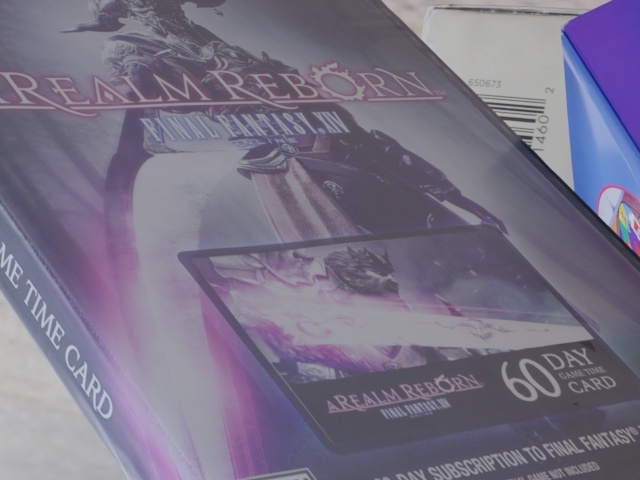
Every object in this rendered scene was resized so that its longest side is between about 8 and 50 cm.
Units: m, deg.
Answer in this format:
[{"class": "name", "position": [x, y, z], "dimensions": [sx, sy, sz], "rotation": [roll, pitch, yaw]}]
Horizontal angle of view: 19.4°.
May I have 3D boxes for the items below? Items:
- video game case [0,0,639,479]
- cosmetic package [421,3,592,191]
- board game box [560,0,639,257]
[{"class": "video game case", "position": [0.000, 0.000, 0.507], "dimensions": [0.196, 0.026, 0.274], "rotation": [-5, -137, -40]}, {"class": "cosmetic package", "position": [0.168, -0.016, 1.001], "dimensions": [0.113, 0.160, 0.309], "rotation": [8, 176, 34]}, {"class": "board game box", "position": [0.183, 0.080, 0.688], "dimensions": [0.078, 0.233, 0.347], "rotation": [-26, 154, -3]}]
